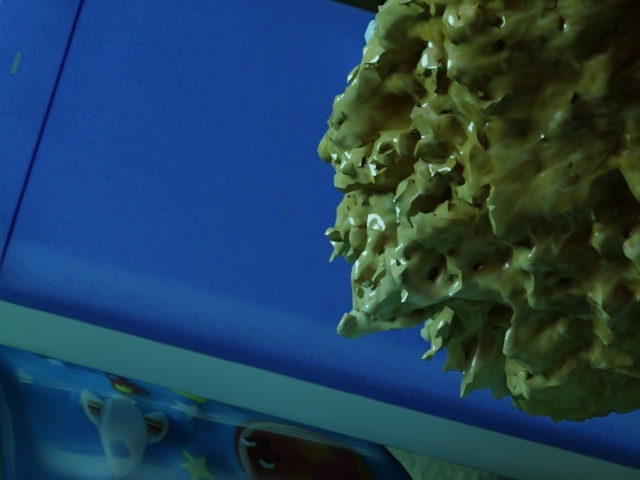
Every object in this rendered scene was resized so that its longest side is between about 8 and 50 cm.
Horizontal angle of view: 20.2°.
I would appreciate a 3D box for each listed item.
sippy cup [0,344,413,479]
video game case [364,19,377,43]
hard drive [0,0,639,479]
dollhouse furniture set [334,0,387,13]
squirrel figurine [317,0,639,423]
[{"bbox_3d":[-0.080,0.149,0.693,0.240,0.224,0.305,53,130,57],"label":"sippy cup"},{"bbox_3d":[0.071,-0.039,0.695,0.122,0.087,0.011,-106,28,-42],"label":"video game case"},{"bbox_3d":[0.023,-0.012,0.686,0.210,0.319,0.040,-83,12,-48],"label":"hard drive"},{"bbox_3d":[0.000,0.000,0.947,0.174,0.303,0.355,63,-150,-79],"label":"dollhouse furniture set"},{"bbox_3d":[0.144,-0.130,0.557,0.281,0.370,0.397,-22,38,46],"label":"squirrel figurine"}]
